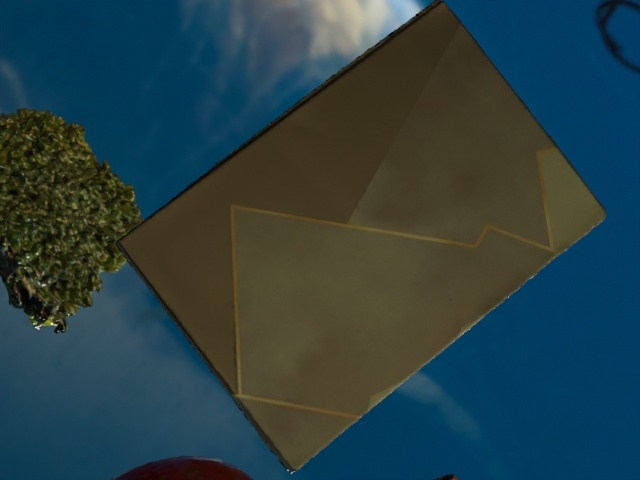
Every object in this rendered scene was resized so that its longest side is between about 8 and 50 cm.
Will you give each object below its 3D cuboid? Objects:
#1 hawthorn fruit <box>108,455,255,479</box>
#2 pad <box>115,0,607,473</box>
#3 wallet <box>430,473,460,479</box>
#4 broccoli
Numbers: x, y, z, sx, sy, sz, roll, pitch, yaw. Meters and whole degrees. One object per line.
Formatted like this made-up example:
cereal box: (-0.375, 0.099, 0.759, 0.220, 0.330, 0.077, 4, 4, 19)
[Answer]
hawthorn fruit: (-0.142, 0.355, 1.330, 0.369, 0.284, 0.285, -35, -77, -26)
pad: (0.028, -0.007, 0.721, 0.243, 0.004, 0.164, -38, -90, -14)
wallet: (0.129, 0.277, 1.073, 0.196, 0.103, 0.020, 48, -150, -18)
broccoli: (-0.303, -0.037, 1.445, 0.180, 0.273, 0.242, -27, -70, -9)
